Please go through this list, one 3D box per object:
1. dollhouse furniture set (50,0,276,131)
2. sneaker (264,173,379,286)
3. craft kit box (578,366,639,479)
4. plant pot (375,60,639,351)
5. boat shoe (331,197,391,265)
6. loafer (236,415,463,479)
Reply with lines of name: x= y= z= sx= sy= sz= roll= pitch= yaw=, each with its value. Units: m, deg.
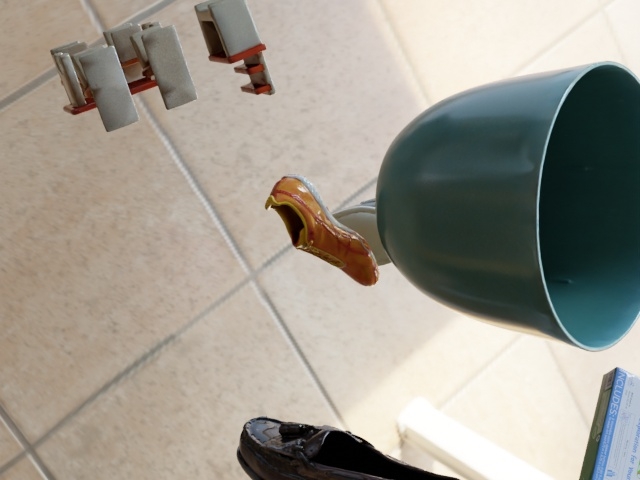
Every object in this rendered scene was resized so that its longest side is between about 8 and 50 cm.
dollhouse furniture set: x=-0.200 y=-0.209 z=1.280 sx=0.259 sy=0.262 sz=0.135 roll=-23 pitch=109 yaw=-16
sneaker: x=0.000 y=0.000 z=1.205 sx=0.175 sy=0.064 sz=0.067 roll=44 pitch=60 yaw=-14
craft kit box: x=0.525 y=0.354 z=1.538 sx=0.246 sy=0.061 sz=0.250 roll=24 pitch=63 yaw=-2
plant pot: x=0.204 y=-0.039 z=1.089 sx=0.293 sy=0.235 sz=0.293 roll=-5 pitch=96 yaw=-48
boat shoe: x=0.130 y=-0.029 z=1.694 sx=0.305 sy=0.091 sz=0.109 roll=-10 pitch=111 yaw=8
loafer: x=0.033 y=0.230 z=1.021 sx=0.109 sy=0.302 sz=0.095 roll=-17 pitch=117 yaw=-43
